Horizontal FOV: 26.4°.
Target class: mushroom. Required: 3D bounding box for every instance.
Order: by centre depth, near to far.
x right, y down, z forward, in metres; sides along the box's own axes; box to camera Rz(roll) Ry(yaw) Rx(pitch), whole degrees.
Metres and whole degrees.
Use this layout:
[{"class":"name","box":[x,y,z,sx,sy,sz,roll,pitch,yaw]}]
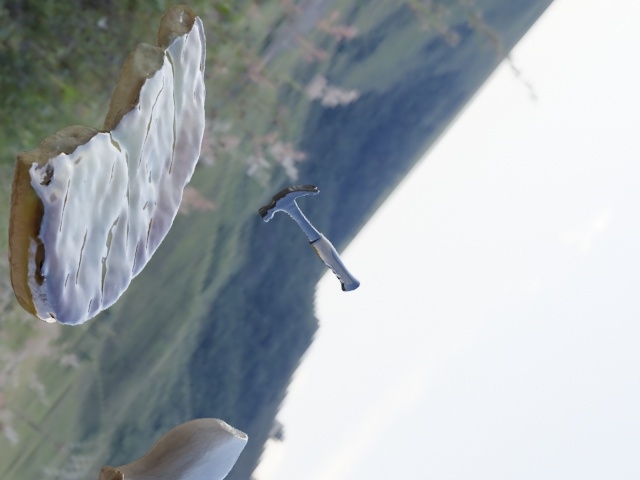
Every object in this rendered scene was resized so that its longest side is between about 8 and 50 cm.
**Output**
[{"class":"mushroom","box":[-0.192,0.289,1.760,0.212,0.088,0.097,-22,-143,-19]}]

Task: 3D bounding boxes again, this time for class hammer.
[{"class":"hammer","box":[0.000,0.000,1.785,0.078,0.201,0.021,-37,-141,2]}]

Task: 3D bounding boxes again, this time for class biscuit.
[{"class":"biscuit","box":[-0.149,-0.051,1.021,0.299,0.045,0.154,-58,150,-52]}]
